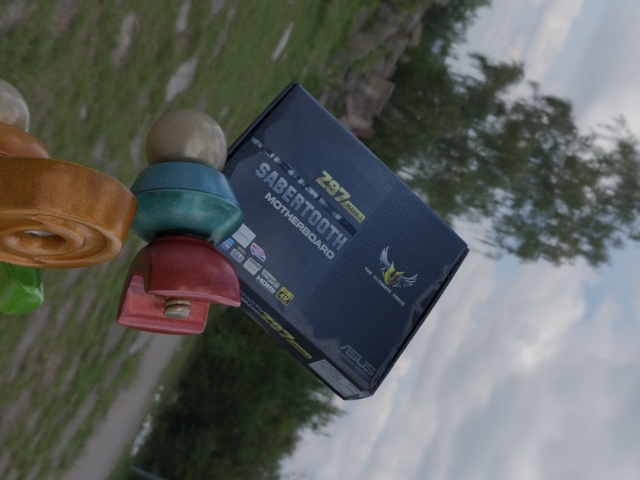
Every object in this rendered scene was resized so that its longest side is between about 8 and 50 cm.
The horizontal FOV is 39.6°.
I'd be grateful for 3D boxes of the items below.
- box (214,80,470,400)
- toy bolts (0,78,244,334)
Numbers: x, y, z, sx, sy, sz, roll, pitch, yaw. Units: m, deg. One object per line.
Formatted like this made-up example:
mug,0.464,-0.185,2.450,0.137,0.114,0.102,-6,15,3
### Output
box,0.000,0.000,0.797,0.183,0.233,0.059,-51,-169,-28
toy bolts,-0.145,-0.044,0.582,0.218,0.229,0.158,-30,-126,51
